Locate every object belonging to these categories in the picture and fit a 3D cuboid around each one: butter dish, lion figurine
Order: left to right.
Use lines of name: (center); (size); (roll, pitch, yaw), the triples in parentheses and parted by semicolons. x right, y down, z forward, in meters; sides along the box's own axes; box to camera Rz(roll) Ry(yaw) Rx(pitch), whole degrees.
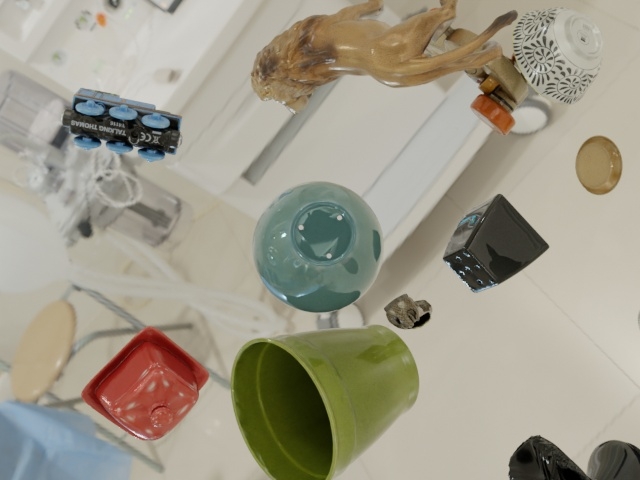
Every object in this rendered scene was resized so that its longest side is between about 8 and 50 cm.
butter dish: (-0.258, 0.245, 1.256); (0.160, 0.160, 0.118); (-45, 33, -3)
lion figurine: (0.075, -0.282, 1.210); (0.240, 0.142, 0.392); (-32, 23, -30)

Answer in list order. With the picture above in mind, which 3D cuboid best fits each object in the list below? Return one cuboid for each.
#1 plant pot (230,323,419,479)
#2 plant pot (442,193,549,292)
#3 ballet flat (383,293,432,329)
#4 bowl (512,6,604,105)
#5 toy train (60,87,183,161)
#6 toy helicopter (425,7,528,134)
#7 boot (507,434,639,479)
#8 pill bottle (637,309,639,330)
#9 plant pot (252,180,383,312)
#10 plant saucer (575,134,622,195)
plant pot: (0.038, 0.359, 1.925); (0.366, 0.352, 0.367); (18, 115, 45)
plant pot: (0.423, 0.023, 2.053); (0.167, 0.188, 0.187); (-44, 3, -24)
ballet flat: (0.179, 0.151, 1.585); (0.084, 0.250, 0.058); (-37, 72, 5)
bowl: (0.397, -0.309, 1.297); (0.080, 0.170, 0.170); (-27, 46, 56)
toy train: (-0.301, -0.179, 1.251); (0.105, 0.184, 0.080); (-96, 17, -63)
toy helicopter: (0.244, -0.346, 1.474); (0.140, 0.235, 0.355); (-51, 29, 8)
boot: (0.324, 0.293, 0.991); (0.094, 0.207, 0.246); (-43, 16, 27)
pill bottle: (0.781, 0.095, 1.421); (0.392, 0.224, 0.224); (-47, 39, 29)
plant pot: (0.000, 0.000, 1.703); (0.195, 0.290, 0.290); (110, -177, -80)
plant saucer: (0.386, -0.105, 1.137); (0.084, 0.083, 0.015); (-66, 22, -8)
